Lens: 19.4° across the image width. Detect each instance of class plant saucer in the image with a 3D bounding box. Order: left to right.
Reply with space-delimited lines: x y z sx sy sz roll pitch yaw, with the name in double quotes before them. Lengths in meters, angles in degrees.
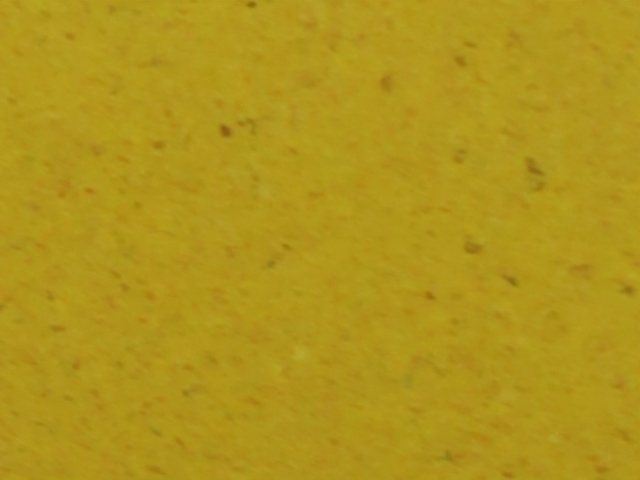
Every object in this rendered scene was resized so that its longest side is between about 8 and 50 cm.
"plant saucer" 0.000 0.000 0.376 0.333 0.081 0.332 16 116 13
